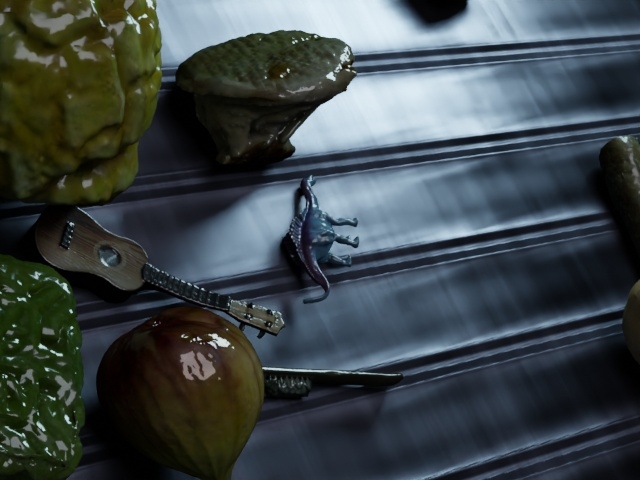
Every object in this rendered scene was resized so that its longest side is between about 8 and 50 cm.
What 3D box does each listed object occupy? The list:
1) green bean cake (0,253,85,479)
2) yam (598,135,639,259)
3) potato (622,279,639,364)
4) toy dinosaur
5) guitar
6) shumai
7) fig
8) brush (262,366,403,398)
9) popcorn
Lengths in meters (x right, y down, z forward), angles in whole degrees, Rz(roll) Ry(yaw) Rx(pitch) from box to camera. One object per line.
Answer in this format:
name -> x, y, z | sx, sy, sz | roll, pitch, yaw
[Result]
green bean cake -> -0.329, 0.111, 1.464 | 0.248, 0.125, 0.222 | 14, 51, -28
yam -> 0.417, -0.007, 2.147 | 0.061, 0.061, 0.274 | 1, 58, -35
potato -> 0.419, 0.105, 2.019 | 0.112, 0.112, 0.147 | -19, 95, -43
toy dinosaur -> 0.000, 0.000, 1.850 | 0.080, 0.045, 0.197 | 12, 43, -13
guitar -> -0.161, 0.042, 1.699 | 0.271, 0.038, 0.084 | 23, 48, -16
shumai -> -0.054, -0.149, 1.872 | 0.201, 0.120, 0.201 | -6, 26, 3
fig -> -0.099, 0.163, 1.578 | 0.231, 0.143, 0.160 | 46, 12, 4
brush -> 0.003, 0.147, 1.746 | 0.190, 0.034, 0.028 | 5, 65, -34
popcorn -> -0.287, -0.169, 1.628 | 0.282, 0.247, 0.282 | 12, 38, -10
